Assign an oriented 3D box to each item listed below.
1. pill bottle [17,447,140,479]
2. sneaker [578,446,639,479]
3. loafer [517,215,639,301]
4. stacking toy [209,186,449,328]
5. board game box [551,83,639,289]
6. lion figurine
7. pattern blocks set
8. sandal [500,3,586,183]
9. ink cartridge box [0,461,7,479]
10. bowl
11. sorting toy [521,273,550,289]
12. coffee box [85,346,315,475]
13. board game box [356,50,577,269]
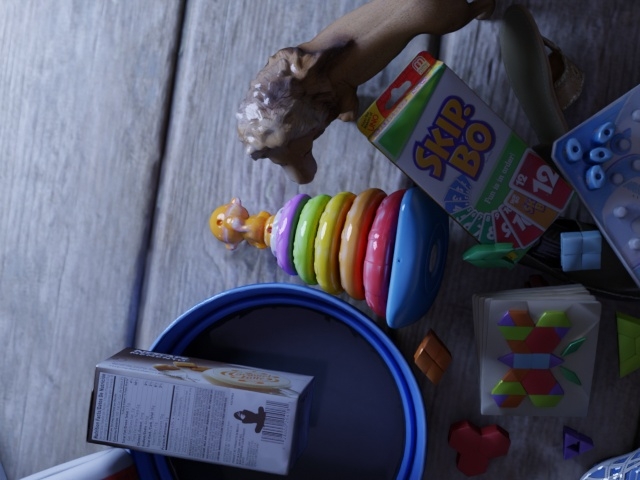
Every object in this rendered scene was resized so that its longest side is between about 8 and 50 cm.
[{"bbox_3d":[-0.277,0.458,1.592,0.210,0.210,0.363,-20,87,8],"label":"pill bottle"},{"bbox_3d":[0.392,0.302,1.613,0.211,0.081,0.080,-41,89,9],"label":"sneaker"},{"bbox_3d":[0.325,0.020,1.602,0.251,0.087,0.094,13,95,7],"label":"loafer"},{"bbox_3d":[0.000,0.000,1.625,0.302,0.166,0.175,9,97,18],"label":"stacking toy"},{"bbox_3d":[0.542,-0.059,1.550,0.390,0.050,0.390,-34,89,-4],"label":"board game box"},{"bbox_3d":[0.062,-0.236,1.545,0.392,0.240,0.142,-45,87,7],"label":"lion figurine"},{"bbox_3d":[0.261,0.141,1.582,0.285,0.026,0.325,-13,116,8],"label":"pattern blocks set"},{"bbox_3d":[0.296,-0.185,1.614,0.079,0.088,0.240,-20,99,-23],"label":"sandal"},{"bbox_3d":[-0.445,0.394,1.616,0.072,0.303,0.307,-22,90,7],"label":"ink cartridge box"},{"bbox_3d":[-0.054,0.246,1.671,0.391,0.077,0.391,0,94,8],"label":"bowl"},{"bbox_3d":[0.281,0.093,1.627,0.042,0.061,0.102,-32,62,20],"label":"sorting toy"},{"bbox_3d":[-0.142,0.204,1.571,0.246,0.141,0.098,8,95,8],"label":"coffee box"},{"bbox_3d":[0.172,-0.094,1.518,0.259,0.039,0.124,41,91,-15],"label":"board game box"}]
